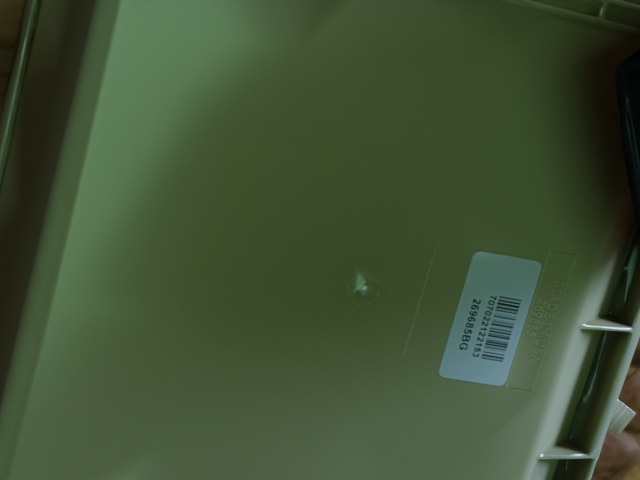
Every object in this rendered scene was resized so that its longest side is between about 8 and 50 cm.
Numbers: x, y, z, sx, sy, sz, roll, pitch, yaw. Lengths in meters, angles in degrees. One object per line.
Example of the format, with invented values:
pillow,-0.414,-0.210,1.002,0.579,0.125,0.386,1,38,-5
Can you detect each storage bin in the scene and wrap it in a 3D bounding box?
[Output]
storage bin,0.000,0.000,0.606,0.260,0.123,0.262,10,104,-22

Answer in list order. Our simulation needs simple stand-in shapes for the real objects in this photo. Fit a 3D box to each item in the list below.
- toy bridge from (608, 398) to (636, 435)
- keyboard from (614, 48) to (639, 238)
toy bridge,0.126,0.071,0.723,0.063,0.026,0.188,36,94,-24
keyboard,0.208,-0.114,0.602,0.317,0.033,0.201,-35,126,-40
